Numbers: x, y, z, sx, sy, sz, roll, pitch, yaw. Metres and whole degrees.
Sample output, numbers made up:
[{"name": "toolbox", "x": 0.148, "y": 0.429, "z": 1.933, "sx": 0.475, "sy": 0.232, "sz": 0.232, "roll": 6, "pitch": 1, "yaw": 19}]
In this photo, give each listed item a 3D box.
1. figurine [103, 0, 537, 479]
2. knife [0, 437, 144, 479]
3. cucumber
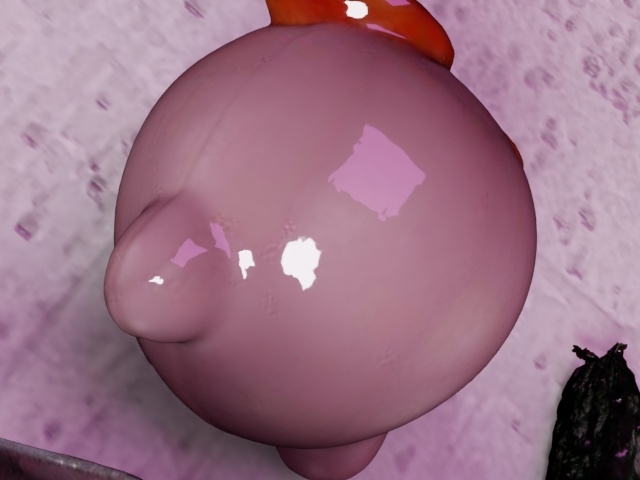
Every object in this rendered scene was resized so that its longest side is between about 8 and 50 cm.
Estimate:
[{"name": "figurine", "x": 0.000, "y": 0.000, "z": 0.611, "sx": 0.173, "sy": 0.173, "sz": 0.173, "roll": 15, "pitch": 58, "yaw": -25}, {"name": "knife", "x": -0.148, "y": 0.052, "z": 0.475, "sx": 0.278, "sy": 0.053, "sz": 0.123, "roll": 17, "pitch": 46, "yaw": 31}, {"name": "cucumber", "x": 0.121, "y": 0.122, "z": 0.689, "sx": 0.053, "sy": 0.053, "sz": 0.181, "roll": 30, "pitch": 52, "yaw": -15}]
